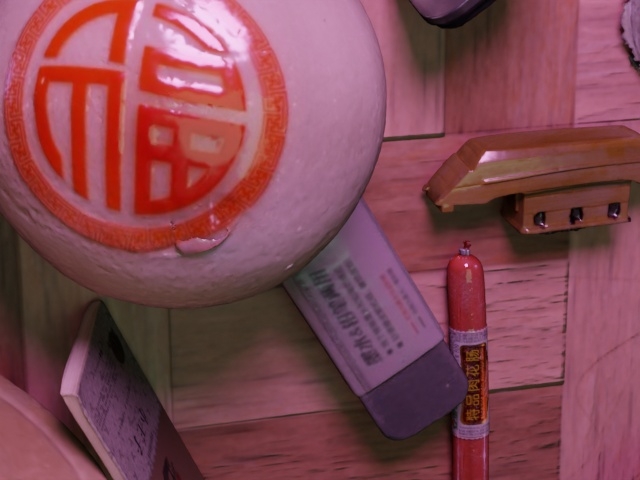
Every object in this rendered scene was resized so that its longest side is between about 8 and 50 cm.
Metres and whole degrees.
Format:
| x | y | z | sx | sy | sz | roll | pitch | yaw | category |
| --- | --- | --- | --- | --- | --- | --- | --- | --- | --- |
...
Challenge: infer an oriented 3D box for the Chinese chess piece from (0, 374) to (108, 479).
| x | y | z | sx | sy | sz | roll | pitch | yaw | category |
| --- | --- | --- | --- | --- | --- | --- | --- | --- | --- |
| -0.286 | 0.201 | 1.008 | 0.338 | 0.338 | 0.140 | 22 | 115 | -22 | Chinese chess piece |

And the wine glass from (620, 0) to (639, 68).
| x | y | z | sx | sy | sz | roll | pitch | yaw | category |
| --- | --- | --- | --- | --- | --- | --- | --- | --- | --- |
| 0.364 | -0.143 | 1.092 | 0.191 | 0.357 | 0.190 | -4 | 107 | -13 | wine glass |

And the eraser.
| x | y | z | sx | sy | sz | roll | pitch | yaw | category |
| --- | --- | --- | --- | --- | --- | --- | --- | --- | --- |
| 0.000 | 0.000 | 1.182 | 0.089 | 0.061 | 0.352 | -34 | 113 | -6 | eraser |

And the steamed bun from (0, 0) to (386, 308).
| x | y | z | sx | sy | sz | roll | pitch | yaw | category |
| --- | --- | --- | --- | --- | --- | --- | --- | --- | --- |
| -0.100 | -0.089 | 1.018 | 0.283 | 0.177 | 0.282 | 1 | 97 | 6 | steamed bun |

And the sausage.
| x | y | z | sx | sy | sz | roll | pitch | yaw | category |
| --- | --- | --- | --- | --- | --- | --- | --- | --- | --- |
| 0.121 | 0.120 | 1.272 | 0.034 | 0.034 | 0.253 | -9 | 108 | -15 | sausage |

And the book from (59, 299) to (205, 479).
| x | y | z | sx | sy | sz | roll | pitch | yaw | category |
| --- | --- | --- | --- | --- | --- | --- | --- | --- | --- |
| -0.130 | 0.154 | 1.149 | 0.016 | 0.138 | 0.198 | -22 | 113 | 11 | book |

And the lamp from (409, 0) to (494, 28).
| x | y | z | sx | sy | sz | roll | pitch | yaw | category |
| --- | --- | --- | --- | --- | --- | --- | --- | --- | --- |
| 0.008 | -0.258 | 1.077 | 0.203 | 0.124 | 0.283 | -40 | 111 | 9 | lamp |

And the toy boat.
| x | y | z | sx | sy | sz | roll | pitch | yaw | category |
| --- | --- | --- | --- | --- | --- | --- | --- | --- | --- |
| 0.180 | -0.045 | 1.228 | 0.201 | 0.057 | 0.077 | -5 | 114 | -15 | toy boat |
